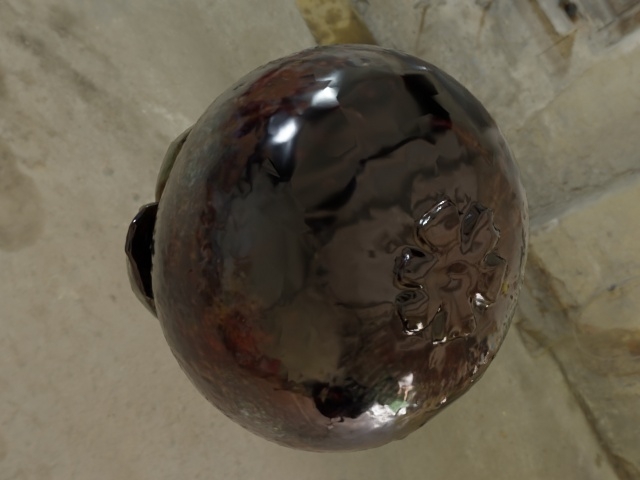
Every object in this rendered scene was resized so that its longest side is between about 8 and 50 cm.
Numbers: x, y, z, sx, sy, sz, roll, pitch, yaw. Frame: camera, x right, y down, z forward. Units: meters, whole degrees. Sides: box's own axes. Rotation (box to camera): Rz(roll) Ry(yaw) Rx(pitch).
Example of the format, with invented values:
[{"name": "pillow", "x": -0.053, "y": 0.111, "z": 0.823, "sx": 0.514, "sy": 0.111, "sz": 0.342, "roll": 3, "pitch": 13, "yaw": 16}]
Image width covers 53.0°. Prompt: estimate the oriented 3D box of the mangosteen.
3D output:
[{"name": "mangosteen", "x": 0.007, "y": 0.002, "z": 0.525, "sx": 0.330, "sy": 0.330, "sz": 0.330, "roll": 19, "pitch": 57, "yaw": -33}]
